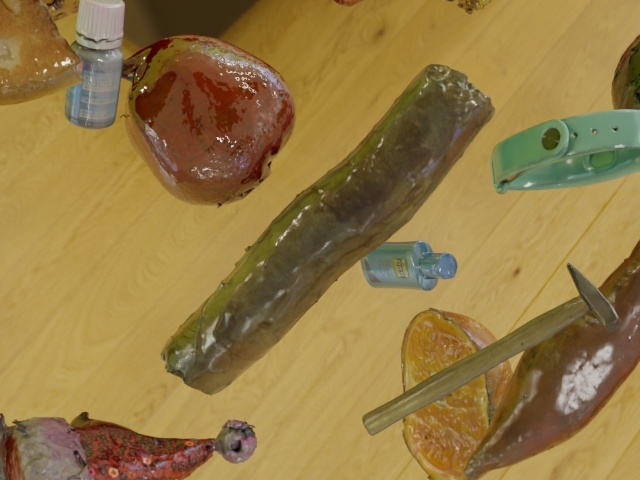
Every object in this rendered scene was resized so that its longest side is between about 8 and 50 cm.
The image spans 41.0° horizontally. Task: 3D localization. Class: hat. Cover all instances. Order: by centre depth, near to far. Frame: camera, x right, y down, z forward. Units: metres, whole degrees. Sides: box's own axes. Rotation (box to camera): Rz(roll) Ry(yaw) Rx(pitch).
[{"bbox_3d":[-0.162,0.187,0.716,0.227,0.129,0.140,-11,42,-29],"label":"hat"}]

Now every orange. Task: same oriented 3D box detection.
[{"bbox_3d":[0.259,0.307,1.645,0.274,0.274,0.310,17,72,10],"label":"orange"}]

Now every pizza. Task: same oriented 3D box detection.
[{"bbox_3d":[-0.358,-0.217,0.900,0.182,0.062,0.161,-18,94,-11],"label":"pizza"}]

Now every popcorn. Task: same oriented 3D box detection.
[{"bbox_3d":[0.264,-0.420,1.435,0.082,0.057,0.083,-18,46,42],"label":"popcorn"}]

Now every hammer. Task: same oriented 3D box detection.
[{"bbox_3d":[0.117,0.086,0.629,0.199,0.013,0.062,-31,46,8],"label":"hammer"}]

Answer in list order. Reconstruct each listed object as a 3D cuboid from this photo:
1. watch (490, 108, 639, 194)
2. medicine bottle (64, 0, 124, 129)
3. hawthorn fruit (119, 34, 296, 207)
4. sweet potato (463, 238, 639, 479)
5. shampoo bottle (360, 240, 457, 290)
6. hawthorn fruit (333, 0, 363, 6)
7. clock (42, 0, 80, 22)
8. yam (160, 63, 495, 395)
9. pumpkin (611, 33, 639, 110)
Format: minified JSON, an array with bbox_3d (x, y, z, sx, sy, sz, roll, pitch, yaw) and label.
[{"bbox_3d":[0.337,-0.113,1.147,0.195,0.237,0.068,0,81,-36],"label":"watch"},{"bbox_3d":[-0.346,-0.277,1.323,0.083,0.203,0.083,13,30,-8],"label":"medicine bottle"},{"bbox_3d":[-0.195,-0.217,1.502,0.295,0.295,0.311,-30,92,-7],"label":"hawthorn fruit"},{"bbox_3d":[0.286,0.134,0.951,0.112,0.112,0.359,42,83,17],"label":"sweet potato"},{"bbox_3d":[0.175,0.049,1.720,0.061,0.258,0.103,-20,99,-30],"label":"shampoo bottle"},{"bbox_3d":[0.049,-0.385,1.251,0.093,0.093,0.093,-1,69,4],"label":"hawthorn fruit"},{"bbox_3d":[-0.504,-0.526,1.619,0.317,0.244,0.200,-34,87,-16],"label":"clock"},{"bbox_3d":[0.000,0.000,0.633,0.317,0.071,0.067,-46,51,15],"label":"yam"},{"bbox_3d":[0.666,-0.255,1.468,0.315,0.238,0.315,0,55,0],"label":"pumpkin"}]
